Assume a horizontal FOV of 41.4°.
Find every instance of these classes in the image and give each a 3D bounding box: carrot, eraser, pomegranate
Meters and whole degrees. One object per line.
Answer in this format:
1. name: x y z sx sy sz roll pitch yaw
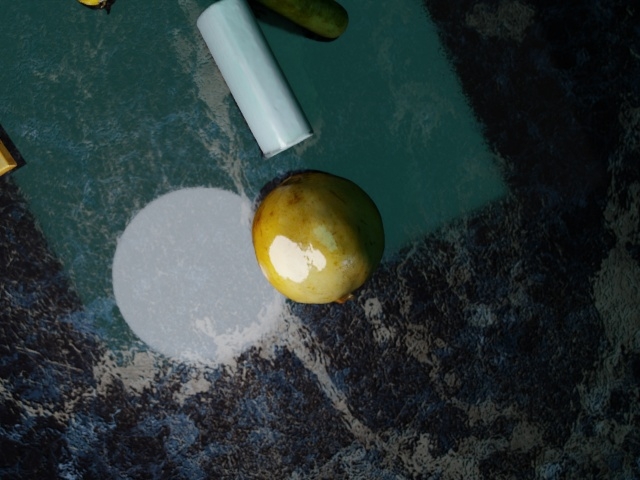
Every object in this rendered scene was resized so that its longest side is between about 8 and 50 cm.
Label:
1. carrot: -0.094 -0.464 1.552 0.359 0.074 0.074 19 95 -36
2. eraser: -0.123 -0.301 1.580 0.104 0.189 0.290 -28 99 -6
3. pomegranate: 0.000 0.000 1.597 0.264 0.264 0.264 -1 97 -6

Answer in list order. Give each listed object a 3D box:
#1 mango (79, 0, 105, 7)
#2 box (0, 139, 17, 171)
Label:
1. mango: -0.441 -0.524 1.588 0.101 0.066 0.187 -14 89 -5
2. box: -0.740 -0.142 1.592 0.274 0.076 0.174 -32 98 -2
